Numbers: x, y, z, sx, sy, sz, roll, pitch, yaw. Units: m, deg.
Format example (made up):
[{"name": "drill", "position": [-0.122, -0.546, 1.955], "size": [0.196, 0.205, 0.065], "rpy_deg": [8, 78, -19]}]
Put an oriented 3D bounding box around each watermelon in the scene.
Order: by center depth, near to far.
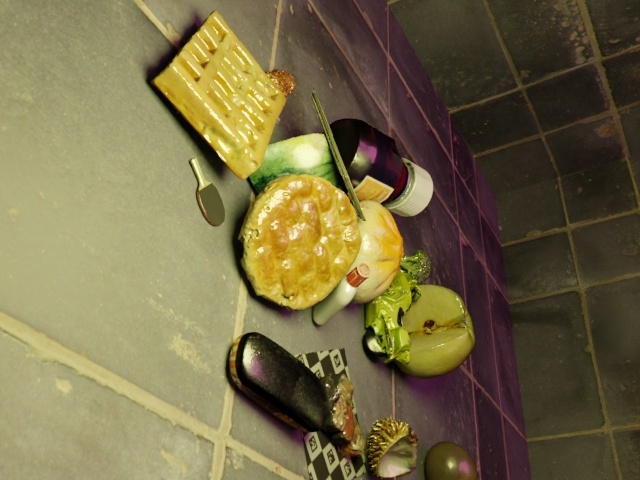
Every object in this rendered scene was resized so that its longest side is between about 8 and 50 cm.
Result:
[{"name": "watermelon", "position": [-0.056, -0.151, 1.770], "size": [0.201, 0.212, 0.262], "rpy_deg": [-98, 166, -70]}]

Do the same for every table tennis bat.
[{"name": "table tennis bat", "position": [-0.248, -0.106, 1.514], "size": [0.156, 0.013, 0.087], "rpy_deg": [69, 26, -12]}]

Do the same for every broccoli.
[{"name": "broccoli", "position": [0.323, 0.101, 2.422], "size": [0.137, 0.146, 0.162], "rpy_deg": [23, 28, -10]}]

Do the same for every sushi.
[{"name": "sushi", "position": [0.052, 0.435, 1.737], "size": [0.320, 0.068, 0.339], "rpy_deg": [13, 64, -61]}]

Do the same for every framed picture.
[{"name": "framed picture", "position": [0.044, -0.216, 1.783], "size": [0.231, 0.018, 0.293], "rpy_deg": [61, 9, -59]}]

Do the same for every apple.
[{"name": "apple", "position": [0.363, 0.306, 2.226], "size": [0.233, 0.257, 0.295], "rpy_deg": [53, 31, -41]}]

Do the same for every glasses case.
[{"name": "glasses case", "position": [-0.083, 0.313, 1.511], "size": [0.321, 0.082, 0.122], "rpy_deg": [46, 42, -38]}]

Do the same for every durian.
[{"name": "durian", "position": [0.190, 0.553, 1.846], "size": [0.144, 0.139, 0.252], "rpy_deg": [-99, -174, -55]}]

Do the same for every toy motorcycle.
[{"name": "toy motorcycle", "position": [0.217, 0.213, 2.117], "size": [0.142, 0.206, 0.342], "rpy_deg": [111, -18, -56]}]

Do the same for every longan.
[{"name": "longan", "position": [0.410, 0.729, 2.184], "size": [0.189, 0.189, 0.189], "rpy_deg": [42, 40, -48]}]

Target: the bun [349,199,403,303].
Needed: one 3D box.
[{"name": "bun", "position": [0.152, 0.032, 1.953], "size": [0.299, 0.164, 0.299], "rpy_deg": [4, 90, -85]}]

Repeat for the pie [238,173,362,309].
[{"name": "pie", "position": [-0.048, 0.001, 1.624], "size": [0.339, 0.083, 0.340], "rpy_deg": [-9, 105, -37]}]

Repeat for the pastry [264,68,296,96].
[{"name": "pastry", "position": [-0.115, -0.441, 1.928], "size": [0.087, 0.063, 0.169], "rpy_deg": [66, 27, -9]}]

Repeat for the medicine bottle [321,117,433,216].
[{"name": "medicine bottle", "position": [0.173, -0.195, 2.090], "size": [0.395, 0.242, 0.243], "rpy_deg": [25, 52, -40]}]

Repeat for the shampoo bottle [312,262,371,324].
[{"name": "shampoo bottle", "position": [0.053, 0.129, 1.756], "size": [0.051, 0.221, 0.108], "rpy_deg": [30, 46, -13]}]

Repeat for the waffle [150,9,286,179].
[{"name": "waffle", "position": [-0.212, -0.340, 1.593], "size": [0.304, 0.077, 0.348], "rpy_deg": [47, 33, -26]}]
